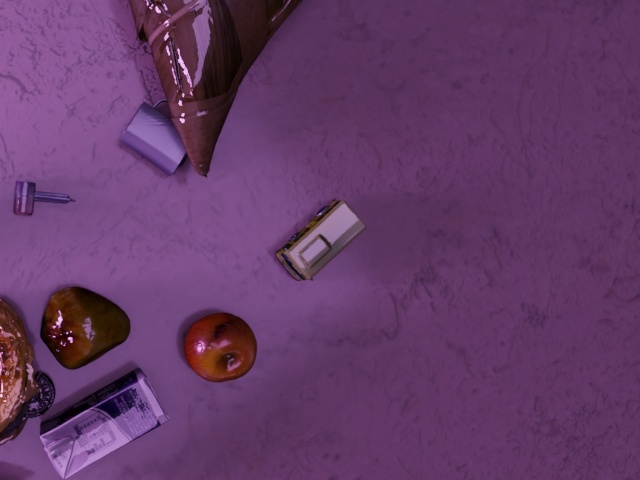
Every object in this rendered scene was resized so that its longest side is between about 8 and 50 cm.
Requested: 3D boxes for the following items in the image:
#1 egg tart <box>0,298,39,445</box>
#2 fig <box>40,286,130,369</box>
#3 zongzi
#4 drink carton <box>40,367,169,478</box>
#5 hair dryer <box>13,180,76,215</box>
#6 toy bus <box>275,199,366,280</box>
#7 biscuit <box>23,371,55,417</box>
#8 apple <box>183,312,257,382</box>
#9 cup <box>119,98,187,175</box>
[{"bbox_3d":[-0.639,0.247,1.706,0.297,0.132,0.297,0,74,0],"label":"egg tart"},{"bbox_3d":[-0.440,0.168,1.770,0.165,0.144,0.154,3,52,-24],"label":"fig"},{"bbox_3d":[-0.101,-0.412,1.829,0.500,0.218,0.467,-21,99,-19],"label":"zongzi"},{"bbox_3d":[-0.410,0.343,1.773,0.222,0.134,0.102,-29,100,-14],"label":"drink carton"},{"bbox_3d":[-0.525,-0.077,1.794,0.114,0.037,0.063,5,90,-24],"label":"hair dryer"},{"bbox_3d":[0.000,0.000,1.912,0.175,0.101,0.088,-43,101,-11],"label":"toy bus"},{"bbox_3d":[-0.550,0.294,1.787,0.087,0.027,0.089,7,89,-17],"label":"biscuit"},{"bbox_3d":[-0.195,0.210,1.839,0.146,0.146,0.147,0,90,-16],"label":"apple"},{"bbox_3d":[-0.304,-0.210,1.825,0.129,0.095,0.128,33,81,-12],"label":"cup"}]
